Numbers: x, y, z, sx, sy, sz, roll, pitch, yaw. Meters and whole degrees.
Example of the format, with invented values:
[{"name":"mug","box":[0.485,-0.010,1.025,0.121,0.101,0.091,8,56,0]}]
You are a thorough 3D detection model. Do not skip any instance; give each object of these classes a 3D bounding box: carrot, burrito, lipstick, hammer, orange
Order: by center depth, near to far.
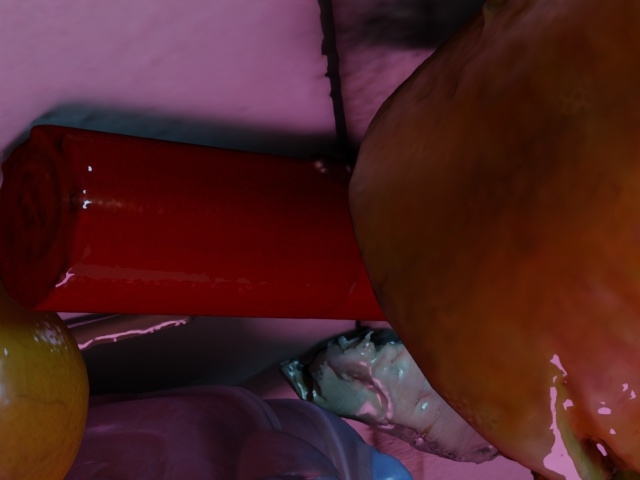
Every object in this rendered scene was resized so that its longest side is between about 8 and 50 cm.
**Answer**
[{"name":"carrot","box":[0.143,-0.056,0.506,0.196,0.196,0.254,-3,149,-30]},{"name":"orange","box":[-0.173,0.065,0.659,0.156,0.124,0.156,-15,177,-1]},{"name":"lipstick","box":[-0.001,0.000,0.683,0.280,0.073,0.073,4,152,-41]},{"name":"hammer","box":[-0.155,0.061,0.798,0.195,0.028,0.060,-13,164,-9]},{"name":"burrito","box":[0.064,0.099,1.009,0.058,0.063,0.229,20,176,40]}]

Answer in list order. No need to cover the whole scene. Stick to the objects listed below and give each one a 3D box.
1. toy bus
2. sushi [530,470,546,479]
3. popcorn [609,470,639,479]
[{"name":"toy bus","box":[-0.066,0.174,0.884,0.232,0.197,0.294,-19,158,22]},{"name":"sushi","box":[0.249,0.114,1.065,0.287,0.140,0.149,-4,-166,-27]},{"name":"popcorn","box":[0.308,0.105,0.849,0.293,0.292,0.334,18,131,-37]}]
